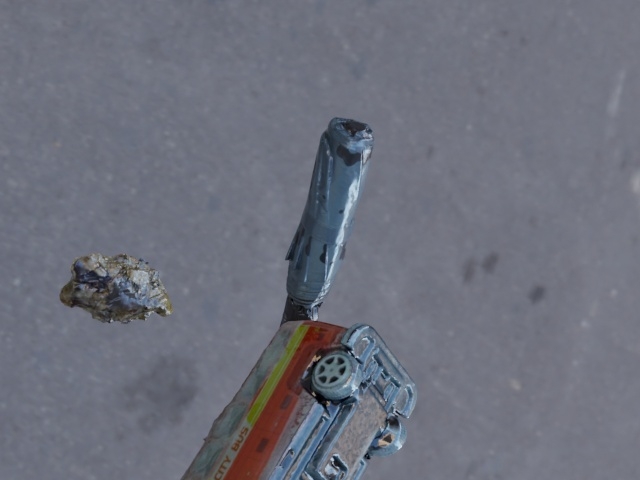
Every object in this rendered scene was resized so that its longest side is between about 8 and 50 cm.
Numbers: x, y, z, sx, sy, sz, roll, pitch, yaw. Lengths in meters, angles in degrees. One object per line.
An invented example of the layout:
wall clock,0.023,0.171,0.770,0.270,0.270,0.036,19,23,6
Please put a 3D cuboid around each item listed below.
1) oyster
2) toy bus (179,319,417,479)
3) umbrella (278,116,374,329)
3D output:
oyster,-0.245,0.067,1.777,0.148,0.051,0.103,6,125,-31
toy bus,-0.035,0.192,1.189,0.265,0.120,0.121,-58,136,-21
umbrella,-0.002,-0.001,1.340,0.052,0.053,0.250,-40,152,-54
